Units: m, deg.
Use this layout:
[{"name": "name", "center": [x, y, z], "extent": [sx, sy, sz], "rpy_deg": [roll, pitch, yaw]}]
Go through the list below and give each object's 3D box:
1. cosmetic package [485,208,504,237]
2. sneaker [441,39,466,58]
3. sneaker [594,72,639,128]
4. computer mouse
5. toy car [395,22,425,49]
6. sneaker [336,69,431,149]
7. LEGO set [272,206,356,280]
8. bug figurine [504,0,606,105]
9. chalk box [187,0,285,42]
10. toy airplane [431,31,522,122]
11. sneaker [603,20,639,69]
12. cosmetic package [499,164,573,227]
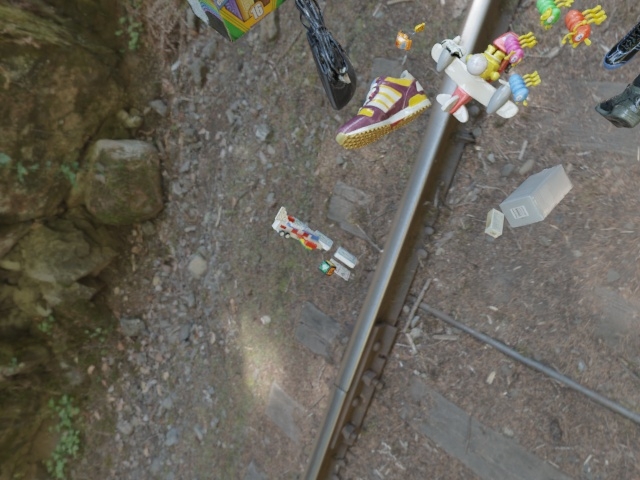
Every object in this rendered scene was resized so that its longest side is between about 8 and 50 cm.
[{"name": "cosmetic package", "center": [0.755, -0.075, 1.791], "extent": [0.060, 0.115, 0.041], "rpy_deg": [28, 147, -5]}, {"name": "sneaker", "center": [0.405, -0.588, 1.269], "extent": [0.083, 0.032, 0.037], "rpy_deg": [32, 74, 17]}, {"name": "sneaker", "center": [0.827, -0.373, 1.104], "extent": [0.087, 0.227, 0.130], "rpy_deg": [40, 114, 4]}, {"name": "computer mouse", "center": [0.031, -0.356, 0.834], "extent": [0.072, 0.272, 0.188], "rpy_deg": [-23, 83, 6]}, {"name": "toy car", "center": [0.253, -0.609, 1.214], "extent": [0.060, 0.041, 0.122], "rpy_deg": [59, 165, 3]}, {"name": "sneaker", "center": [0.089, -0.213, 0.665], "extent": [0.083, 0.186, 0.069], "rpy_deg": [60, 155, 3]}, {"name": "LEGO set", "center": [0.000, 0.000, 0.844], "extent": [0.182, 0.244, 0.060], "rpy_deg": [35, 103, 2]}, {"name": "bug figurine", "center": [0.564, -0.501, 1.066], "extent": [0.279, 0.072, 0.216], "rpy_deg": [125, 143, -55]}, {"name": "chalk box", "center": [-0.222, -0.623, 0.875], "extent": [0.179, 0.289, 0.180], "rpy_deg": [-42, 68, -8]}, {"name": "toy airplane", "center": [0.685, -0.730, 1.849], "extent": [0.386, 0.272, 0.384], "rpy_deg": [3, 89, 25]}, {"name": "sneaker", "center": [1.047, -0.676, 1.361], "extent": [0.232, 0.090, 0.081], "rpy_deg": [-44, 62, 26]}, {"name": "cosmetic package", "center": [0.745, -0.154, 1.423], "extent": [0.107, 0.238, 0.127], "rpy_deg": [59, 154, -4]}]
